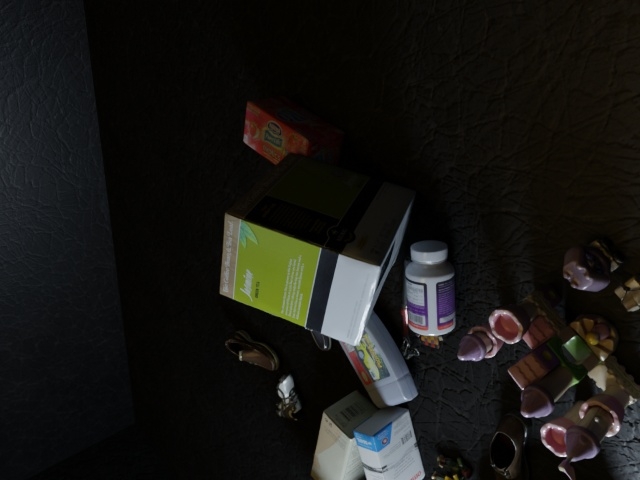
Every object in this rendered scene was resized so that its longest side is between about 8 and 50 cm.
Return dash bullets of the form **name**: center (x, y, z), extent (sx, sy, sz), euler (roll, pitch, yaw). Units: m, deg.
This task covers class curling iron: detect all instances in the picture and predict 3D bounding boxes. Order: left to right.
- **curling iron**: center (0.218, 0.169, 1.300), extent (0.068, 0.035, 0.274), euler (-132, 37, -66)

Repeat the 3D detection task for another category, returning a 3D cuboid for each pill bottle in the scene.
- **pill bottle**: center (0.244, 0.103, 1.184), extent (0.108, 0.108, 0.194), euler (15, 117, 46)

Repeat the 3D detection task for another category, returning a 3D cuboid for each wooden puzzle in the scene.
- **wooden puzzle**: center (0.266, 0.235, 1.301), extent (0.083, 0.006, 0.049), euler (9, 113, 49)

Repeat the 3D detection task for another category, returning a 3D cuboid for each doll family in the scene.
- **doll family**: center (0.343, 0.645, 1.345), extent (0.111, 0.076, 0.193), euler (5, 112, 47)

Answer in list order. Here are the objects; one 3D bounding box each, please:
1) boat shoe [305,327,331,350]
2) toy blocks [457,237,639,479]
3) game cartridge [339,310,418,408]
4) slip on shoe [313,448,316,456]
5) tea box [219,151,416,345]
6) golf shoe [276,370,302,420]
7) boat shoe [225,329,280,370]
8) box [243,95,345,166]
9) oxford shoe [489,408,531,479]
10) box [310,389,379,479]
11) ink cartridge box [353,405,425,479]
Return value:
- **boat shoe**: center (-0.033, 0.246, 1.617), extent (0.075, 0.065, 0.206), euler (-23, 88, 52)
- **toy blocks**: center (0.410, 0.214, 0.914), extent (0.289, 0.260, 0.309), euler (55, 140, 18)
- **game cartridge**: center (0.138, 0.302, 1.426), extent (0.294, 0.060, 0.196), euler (60, 147, 12)
- **slip on shoe**: center (0.030, 0.749, 1.793), extent (0.135, 0.051, 0.041), euler (39, 122, 41)
- **tea box**: center (0.000, 0.000, 1.167), extent (0.323, 0.329, 0.220), euler (20, 126, 12)
- **golf shoe**: center (-0.099, 0.538, 1.839), extent (0.093, 0.077, 0.198), euler (20, 127, 27)
- **boat shoe**: center (-0.253, 0.414, 1.934), extent (0.257, 0.095, 0.095), euler (18, 120, 45)
- **box**: center (-0.073, -0.267, 1.379), extent (0.257, 0.128, 0.123), euler (39, 133, 34)
- **oxford shoe**: center (0.407, 0.490, 1.179), extent (0.082, 0.096, 0.227), euler (12, 117, 45)
- **box**: center (0.075, 0.619, 1.597), extent (0.121, 0.148, 0.311), euler (37, 131, 35)
- **ink cartridge box**: center (0.187, 0.574, 1.437), extent (0.086, 0.148, 0.203), euler (-5, 102, 50)
